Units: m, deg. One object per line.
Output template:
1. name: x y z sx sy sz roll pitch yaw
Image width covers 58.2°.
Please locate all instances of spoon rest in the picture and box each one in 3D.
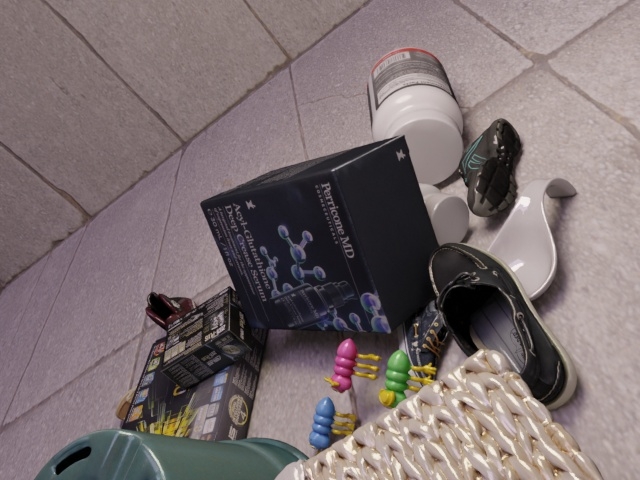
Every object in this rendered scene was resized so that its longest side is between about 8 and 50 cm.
1. spoon rest: 0.353 -0.007 0.975 0.137 0.084 0.276 -2 49 49

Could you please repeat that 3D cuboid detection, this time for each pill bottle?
1. pill bottle: 0.222 -0.297 1.368 0.210 0.210 0.363 -29 33 22
2. pill bottle: 0.187 -0.055 1.180 0.131 0.131 0.229 -51 31 -13

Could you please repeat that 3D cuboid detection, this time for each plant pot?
1. plant pot: -0.186 0.404 0.746 0.340 0.334 0.341 -13 58 22

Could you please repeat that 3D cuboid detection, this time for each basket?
1. basket: 0.175 0.343 0.516 0.266 0.331 0.328 -34 31 3

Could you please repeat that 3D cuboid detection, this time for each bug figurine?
1. bug figurine: 0.071 0.272 0.917 0.279 0.072 0.217 3 81 52

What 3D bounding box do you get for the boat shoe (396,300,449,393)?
1. boat shoe: 0.179 0.175 0.964 0.083 0.065 0.183 -32 32 18

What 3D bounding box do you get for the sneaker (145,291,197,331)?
1. sneaker: -0.409 0.180 1.551 0.106 0.162 0.281 -49 31 -11

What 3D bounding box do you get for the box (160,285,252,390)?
1. box: -0.240 0.206 1.226 0.180 0.077 0.147 -32 31 12

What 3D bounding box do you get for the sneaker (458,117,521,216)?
1. sneaker: 0.335 -0.134 1.167 0.106 0.101 0.267 -31 23 46

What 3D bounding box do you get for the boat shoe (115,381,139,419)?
1. boat shoe: -0.462 0.397 1.452 0.135 0.050 0.045 -51 26 -14

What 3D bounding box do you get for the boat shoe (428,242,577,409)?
1. boat shoe: 0.240 0.105 0.877 0.127 0.113 0.340 -52 37 26

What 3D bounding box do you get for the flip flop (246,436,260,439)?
1. flip flop: -0.090 0.417 0.957 0.112 0.080 0.277 -47 33 -6

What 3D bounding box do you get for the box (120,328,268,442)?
1. box: -0.285 0.351 1.257 0.318 0.097 0.395 -22 35 25

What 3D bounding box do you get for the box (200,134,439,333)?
1. box: 0.000 0.000 1.114 0.395 0.294 0.212 -8 17 46
